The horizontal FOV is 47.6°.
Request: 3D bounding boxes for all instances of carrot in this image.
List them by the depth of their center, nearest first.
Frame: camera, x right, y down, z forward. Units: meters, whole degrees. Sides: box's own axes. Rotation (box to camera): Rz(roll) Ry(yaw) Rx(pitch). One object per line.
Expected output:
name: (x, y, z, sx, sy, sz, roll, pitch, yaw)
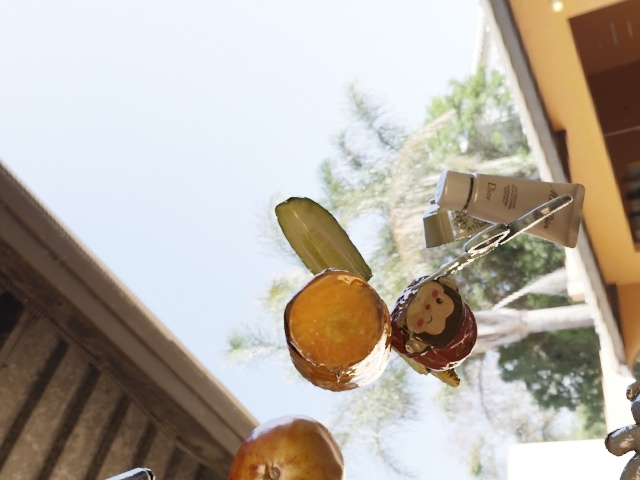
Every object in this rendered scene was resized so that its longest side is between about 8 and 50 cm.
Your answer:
carrot: (0.034, 0.187, 1.450, 0.340, 0.224, 0.224, 67, -161, -72)

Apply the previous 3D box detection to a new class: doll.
doll: (0.824, 0.507, 1.768, 0.158, 0.246, 0.340, 25, -104, -65)

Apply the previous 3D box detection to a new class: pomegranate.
pomegranate: (-0.064, 0.503, 1.567, 0.229, 0.252, 0.270, 40, -178, 19)

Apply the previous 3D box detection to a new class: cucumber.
cucumber: (-0.001, -0.001, 1.951, 0.325, 0.145, 0.105, 50, -124, -20)

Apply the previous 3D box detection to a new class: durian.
durian: (0.277, 0.304, 2.071, 0.172, 0.306, 0.166, 3, -68, -46)

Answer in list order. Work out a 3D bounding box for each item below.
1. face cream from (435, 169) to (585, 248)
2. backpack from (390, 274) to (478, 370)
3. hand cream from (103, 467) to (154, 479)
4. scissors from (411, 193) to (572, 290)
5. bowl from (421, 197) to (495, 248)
face cream: (0.403, -0.081, 1.545, 0.089, 0.315, 0.143, 133, 148, -80)
backpack: (0.271, 0.206, 1.732, 0.229, 0.139, 0.229, 5, -108, -17)
hand cream: (-0.456, 0.559, 1.603, 0.091, 0.058, 0.271, 42, -170, 17)
scissors: (0.308, 0.023, 1.453, 0.256, 0.383, 0.029, -21, -102, -32)
bowl: (0.333, -0.065, 1.741, 0.211, 0.211, 0.112, -26, -84, -62)
